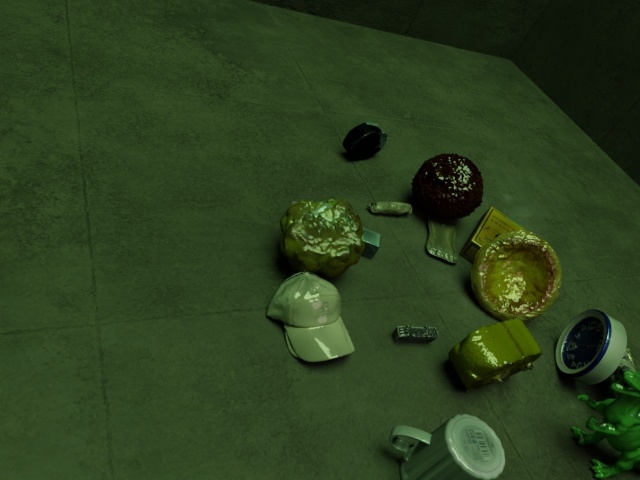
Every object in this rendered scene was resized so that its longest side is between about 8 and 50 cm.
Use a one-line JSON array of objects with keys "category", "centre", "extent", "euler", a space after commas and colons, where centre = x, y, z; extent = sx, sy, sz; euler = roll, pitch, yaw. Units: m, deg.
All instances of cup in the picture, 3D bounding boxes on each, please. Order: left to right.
[{"category": "cup", "centre": [0.277, 0.501, 1.139], "extent": [0.221, 0.202, 0.167], "euler": [12, 41, -19]}]

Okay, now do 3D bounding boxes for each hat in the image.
[{"category": "hat", "centre": [-0.005, 0.202, 1.343], "extent": [0.219, 0.164, 0.226], "euler": [-7, 31, -32]}]

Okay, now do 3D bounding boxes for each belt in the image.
[{"category": "belt", "centre": [0.184, -0.406, 2.044], "extent": [0.198, 0.151, 0.078], "euler": [-15, 56, -40]}]

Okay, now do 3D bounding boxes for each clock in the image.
[{"category": "clock", "centre": [0.850, 0.336, 1.594], "extent": [0.083, 0.230, 0.230], "euler": [30, 41, -4]}]

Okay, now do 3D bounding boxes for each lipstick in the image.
[{"category": "lipstick", "centre": [0.040, -0.035, 1.656], "extent": [0.317, 0.066, 0.068], "euler": [21, 43, -8]}]

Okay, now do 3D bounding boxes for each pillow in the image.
[{"category": "pillow", "centre": [0.453, -0.004, 1.872], "extent": [0.130, 0.033, 0.217], "euler": [22, 41, -5]}]

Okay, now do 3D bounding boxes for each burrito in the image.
[{"category": "burrito", "centre": [0.258, -0.120, 1.878], "extent": [0.188, 0.045, 0.058], "euler": [3, 22, -23]}]

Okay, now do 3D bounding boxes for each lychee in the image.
[{"category": "lychee", "centre": [0.481, -0.204, 1.918], "extent": [0.300, 0.264, 0.264], "euler": [35, 29, -43]}]

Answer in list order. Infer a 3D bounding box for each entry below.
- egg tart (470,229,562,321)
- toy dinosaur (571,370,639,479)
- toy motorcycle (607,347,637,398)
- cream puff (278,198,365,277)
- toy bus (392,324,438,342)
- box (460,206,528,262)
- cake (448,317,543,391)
[{"category": "egg tart", "centre": [0.662, 0.121, 1.731], "extent": [0.319, 0.319, 0.128], "euler": [33, -1, 6]}, {"category": "toy dinosaur", "centre": [0.911, 0.504, 1.365], "extent": [0.500, 0.374, 0.144], "euler": [14, 35, -11]}, {"category": "toy motorcycle", "centre": [0.956, 0.422, 1.614], "extent": [0.341, 0.107, 0.223], "euler": [-67, 136, -62]}, {"category": "cream puff", "centre": [0.000, -0.002, 1.510], "extent": [0.281, 0.185, 0.282], "euler": [5, 55, -7]}, {"category": "toy bus", "centre": [0.278, 0.277, 1.480], "extent": [0.130, 0.052, 0.037], "euler": [6, 50, -20]}, {"category": "box", "centre": [0.677, 0.009, 1.940], "extent": [0.193, 0.084, 0.301], "euler": [36, 42, 10]}, {"category": "cake", "centre": [0.490, 0.331, 1.445], "extent": [0.260, 0.179, 0.156], "euler": [-6, 50, -29]}]
